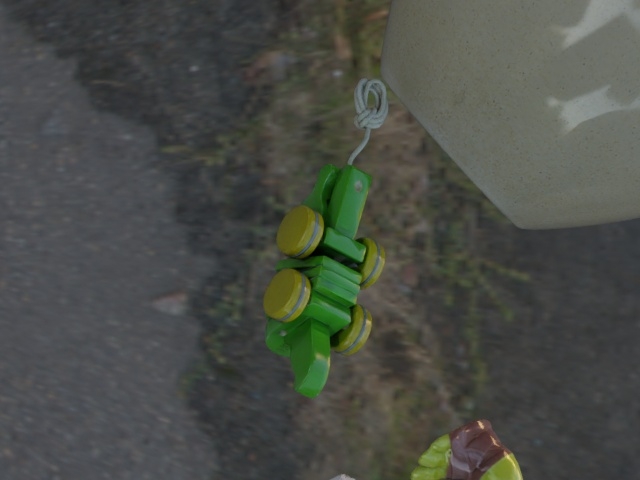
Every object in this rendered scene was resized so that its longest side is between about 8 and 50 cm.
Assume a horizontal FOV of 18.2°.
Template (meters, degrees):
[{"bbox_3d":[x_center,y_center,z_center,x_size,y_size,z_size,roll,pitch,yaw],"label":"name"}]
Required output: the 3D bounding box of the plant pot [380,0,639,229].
[{"bbox_3d":[0.148,-0.118,1.213,0.191,0.284,0.284,-41,108,6],"label":"plant pot"}]

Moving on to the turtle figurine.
[{"bbox_3d":[0.144,0.205,1.171,0.087,0.269,0.217,-38,62,-8],"label":"turtle figurine"}]

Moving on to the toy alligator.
[{"bbox_3d":[0.000,0.000,1.094,0.056,0.051,0.189,28,61,-32],"label":"toy alligator"}]

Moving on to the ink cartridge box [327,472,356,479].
[{"bbox_3d":[-0.081,0.299,0.701,0.395,0.166,0.285,-29,72,5],"label":"ink cartridge box"}]
